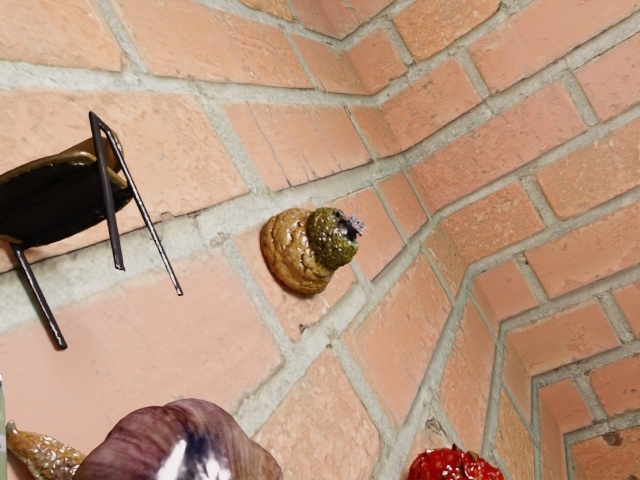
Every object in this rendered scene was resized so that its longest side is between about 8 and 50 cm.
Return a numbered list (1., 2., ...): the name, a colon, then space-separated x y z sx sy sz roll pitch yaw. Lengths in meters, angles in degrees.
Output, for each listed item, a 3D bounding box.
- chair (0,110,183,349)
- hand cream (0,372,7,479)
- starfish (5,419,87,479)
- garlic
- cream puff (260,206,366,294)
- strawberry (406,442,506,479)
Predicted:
1. chair: -0.272 -0.029 0.563 0.172 0.158 0.247 53 11 -75
2. hand cream: -0.284 0.210 0.424 0.086 0.055 0.235 21 37 -54
3. starfish: -0.190 0.296 0.517 0.295 0.048 0.231 38 38 -30
4. garlic: -0.111 0.257 0.462 0.245 0.160 0.245 35 41 -38
5. cream puff: 0.000 0.000 1.045 0.183 0.169 0.183 42 30 -31
6. strawberry: 0.239 0.512 0.966 0.205 0.205 0.244 50 47 -22
